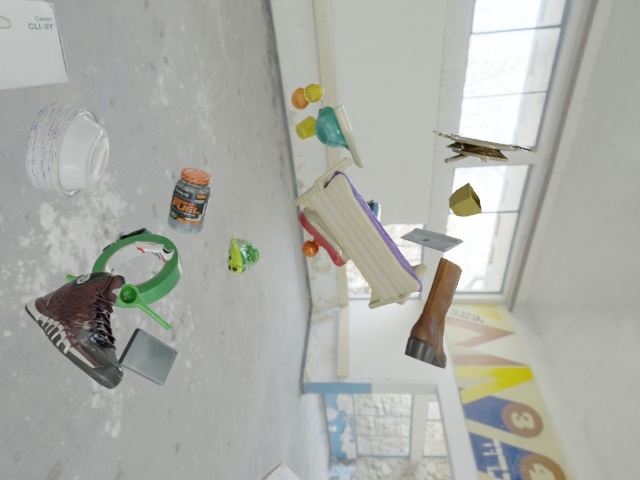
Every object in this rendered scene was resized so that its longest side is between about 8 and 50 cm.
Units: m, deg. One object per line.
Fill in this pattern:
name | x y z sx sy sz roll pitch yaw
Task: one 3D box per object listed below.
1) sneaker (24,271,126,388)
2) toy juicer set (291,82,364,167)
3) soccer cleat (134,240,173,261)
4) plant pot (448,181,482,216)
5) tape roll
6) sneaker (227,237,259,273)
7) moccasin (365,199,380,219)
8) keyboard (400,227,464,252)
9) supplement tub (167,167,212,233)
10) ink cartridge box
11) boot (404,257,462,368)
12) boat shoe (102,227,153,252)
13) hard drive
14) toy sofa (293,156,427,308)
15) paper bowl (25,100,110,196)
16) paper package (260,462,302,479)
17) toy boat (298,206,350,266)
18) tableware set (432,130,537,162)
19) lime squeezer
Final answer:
sneaker | -0.417 0.139 0.784 0.162 0.281 0.106 -46 147 -28
toy juicer set | 0.030 -0.370 1.259 0.329 0.089 0.209 37 -29 42
soccer cleat | -0.362 0.018 0.911 0.083 0.036 0.029 32 19 -31
plant pot | 0.467 -0.123 1.360 0.081 0.083 0.082 45 36 -27
tape roll | -0.705 0.112 1.618 0.077 0.321 0.321 89 3 -46
sneaker | -0.302 0.052 1.654 0.295 0.123 0.110 -122 -137 -71
moccasin | 0.148 -0.045 1.512 0.342 0.116 0.138 80 25 -69
keyboard | 0.342 -0.004 1.313 0.014 0.072 0.256 62 -13 -18
supplement tub | -0.415 -0.126 1.332 0.117 0.117 0.190 -79 -171 -67
ink cartridge box | -0.762 -0.400 0.832 0.279 0.384 0.161 -41 140 -51
boot | 0.332 0.205 1.176 0.264 0.096 0.281 33 75 -49
boat shoe | -0.909 0.007 1.948 0.079 0.254 0.095 66 12 -46
hard drive | -0.434 0.296 1.060 0.135 0.022 0.094 50 43 -39
toy sofa | 0.120 -0.022 1.031 0.363 0.177 0.150 54 46 -7
paper bowl | -0.765 -0.274 1.301 0.284 0.148 0.284 -165 -90 -79
paper package | -0.066 0.787 1.081 0.168 0.324 0.309 -58 162 -4
toy boat | 0.000 0.000 1.394 0.231 0.151 0.151 46 22 -4
tableware set | 0.227 -0.132 0.618 0.194 0.128 0.039 -51 152 -70
lime squeezer | -0.531 0.144 1.088 0.110 0.310 0.059 -63 -178 33
